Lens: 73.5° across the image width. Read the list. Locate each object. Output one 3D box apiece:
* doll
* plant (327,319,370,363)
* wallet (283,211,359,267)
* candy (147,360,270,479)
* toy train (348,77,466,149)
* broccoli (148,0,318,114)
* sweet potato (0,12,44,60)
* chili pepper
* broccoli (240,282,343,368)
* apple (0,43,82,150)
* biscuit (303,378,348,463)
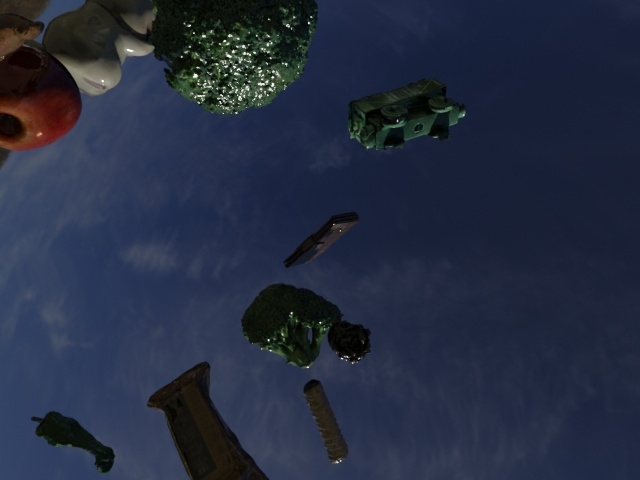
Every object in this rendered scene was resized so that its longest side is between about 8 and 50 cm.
[{"bbox_3d":[-0.600,-0.560,1.187,0.370,0.226,0.215,-53,-157,-22],"label":"doll"},{"bbox_3d":[0.067,0.238,1.035,0.094,0.092,0.143,-58,-170,-7],"label":"plant"},{"bbox_3d":[0.000,0.000,1.207,0.230,0.124,0.042,-39,-107,35],"label":"wallet"},{"bbox_3d":[-0.200,0.361,0.747,0.143,0.101,0.271,-29,-112,-17],"label":"candy"},{"bbox_3d":[0.202,-0.292,1.002,0.270,0.115,0.154,-21,-135,-12],"label":"toy train"},{"bbox_3d":[-0.139,-0.323,0.617,0.270,0.270,0.269,39,-77,13],"label":"broccoli"},{"bbox_3d":[-0.476,-0.298,0.624,0.226,0.068,0.068,7,-99,35],"label":"sweet potato"},{"bbox_3d":[-0.676,0.550,1.181,0.074,0.257,0.100,-53,-165,-3],"label":"chili pepper"},{"bbox_3d":[-0.085,0.232,1.202,0.262,0.269,0.241,-8,-73,39],"label":"broccoli"},{"bbox_3d":[-0.648,-0.310,0.930,0.218,0.218,0.201,-33,-137,28],"label":"apple"},{"bbox_3d":[0.011,0.468,1.119,0.061,0.055,0.219,-24,-88,-11],"label":"biscuit"}]
